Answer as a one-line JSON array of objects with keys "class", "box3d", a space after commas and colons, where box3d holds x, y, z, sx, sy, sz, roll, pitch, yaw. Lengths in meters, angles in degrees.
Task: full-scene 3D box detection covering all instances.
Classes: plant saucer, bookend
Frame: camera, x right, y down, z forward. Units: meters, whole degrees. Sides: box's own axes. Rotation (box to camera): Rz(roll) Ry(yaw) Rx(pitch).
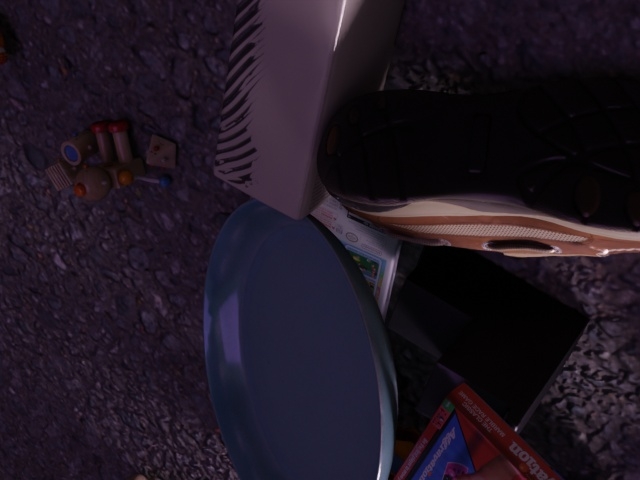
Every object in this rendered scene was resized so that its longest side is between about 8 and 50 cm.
[{"class": "plant saucer", "box3d": [-0.020, 0.117, 0.977, 0.318, 0.044, 0.317, 19, 112, 57]}, {"class": "bookend", "box3d": [0.115, 0.089, 0.893, 0.156, 0.157, 0.072, 31, 132, 16]}]

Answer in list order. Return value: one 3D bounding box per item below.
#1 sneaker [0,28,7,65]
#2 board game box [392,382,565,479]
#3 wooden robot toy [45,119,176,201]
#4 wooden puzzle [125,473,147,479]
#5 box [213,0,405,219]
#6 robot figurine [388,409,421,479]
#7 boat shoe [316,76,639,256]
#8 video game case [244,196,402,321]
[{"class": "sneaker", "box3d": [-0.394, -0.202, 1.155, 0.175, 0.064, 0.067, -13, 90, 35]}, {"class": "board game box", "box3d": [0.111, 0.245, 0.872, 0.145, 0.027, 0.281, 43, 141, 19]}, {"class": "wooden robot toy", "box3d": [-0.228, -0.074, 1.093, 0.173, 0.079, 0.076, 1, 119, 35]}, {"class": "wooden puzzle", "box3d": [-0.187, 0.507, 1.308, 0.348, 0.081, 0.322, -135, 38, -54]}, {"class": "box", "box3d": [-0.003, -0.160, 0.850, 0.094, 0.113, 0.275, 29, 130, 20]}, {"class": "robot figurine", "box3d": [0.055, 0.240, 1.046, 0.291, 0.085, 0.211, 35, 130, 34]}, {"class": "boat shoe", "box3d": [0.163, -0.045, 0.812, 0.324, 0.122, 0.120, 8, 158, 20]}, {"class": "video game case", "box3d": [0.000, 0.000, 1.016, 0.157, 0.019, 0.143, 25, 131, 20]}]
